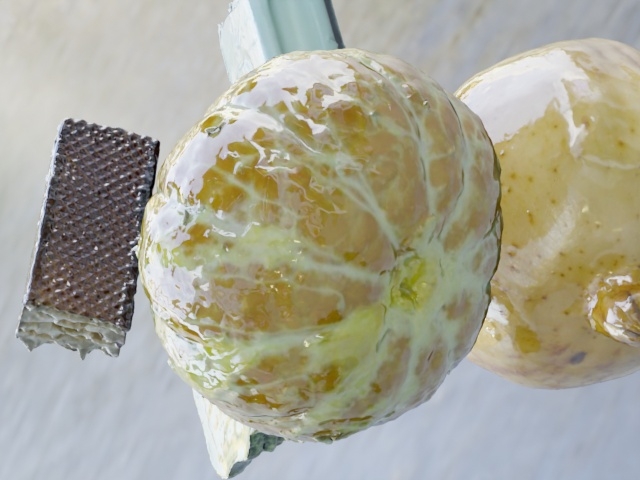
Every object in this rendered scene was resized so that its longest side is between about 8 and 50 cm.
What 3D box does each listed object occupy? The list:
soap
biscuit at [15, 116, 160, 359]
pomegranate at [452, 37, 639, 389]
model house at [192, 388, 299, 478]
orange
[{"bbox_3d":[-0.024,-0.122,1.842,0.150,0.094,0.261,-34,71,65],"label":"soap"},{"bbox_3d":[-0.228,-0.001,1.797,0.070,0.106,0.252,119,161,-53],"label":"biscuit"},{"bbox_3d":[0.273,-0.014,1.920,0.410,0.410,0.410,-49,25,32],"label":"pomegranate"},{"bbox_3d":[-0.046,0.186,2.379,0.195,0.189,0.214,69,151,24],"label":"model house"},{"bbox_3d":[0.000,0.000,1.493,0.249,0.329,0.329,16,78,38],"label":"orange"}]
